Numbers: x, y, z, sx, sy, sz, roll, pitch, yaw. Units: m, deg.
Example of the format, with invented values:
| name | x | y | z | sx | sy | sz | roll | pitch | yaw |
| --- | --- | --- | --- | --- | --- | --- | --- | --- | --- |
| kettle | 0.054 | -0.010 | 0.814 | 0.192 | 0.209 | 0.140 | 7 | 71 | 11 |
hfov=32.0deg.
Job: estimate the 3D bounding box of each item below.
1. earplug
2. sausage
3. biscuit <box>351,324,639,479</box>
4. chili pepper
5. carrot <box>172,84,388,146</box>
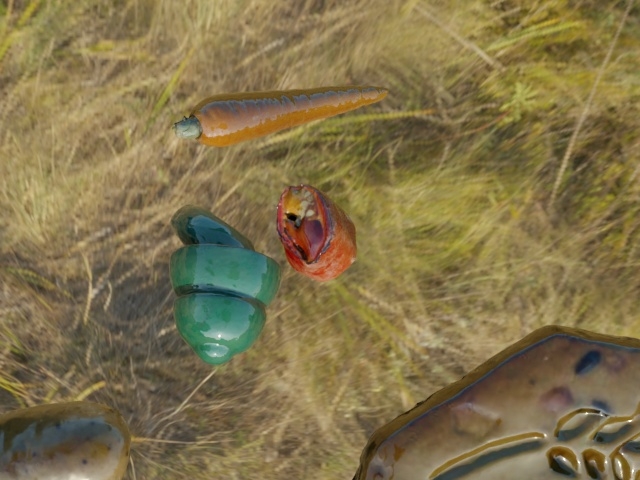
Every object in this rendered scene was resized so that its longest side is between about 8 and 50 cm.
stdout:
| name | x | y | z | sx | sy | sz | roll | pitch | yaw |
| --- | --- | --- | --- | --- | --- | --- | --- | --- | --- |
| earplug | -0.157 | 0.059 | 1.623 | 0.164 | 0.257 | 0.280 | 19 | 56 | -24 |
| sausage | -0.456 | 0.307 | 1.371 | 0.501 | 0.123 | 0.136 | -22 | 119 | 13 |
| biscuit | 0.172 | 0.229 | 0.765 | 0.359 | 0.046 | 0.359 | -2 | 104 | -9 |
| chili pepper | 0.000 | 0.000 | 1.231 | 0.084 | 0.192 | 0.086 | 21 | 83 | 15 |
| carrot | -0.047 | -0.177 | 1.484 | 0.336 | 0.069 | 0.069 | -16 | 83 | -32 |
